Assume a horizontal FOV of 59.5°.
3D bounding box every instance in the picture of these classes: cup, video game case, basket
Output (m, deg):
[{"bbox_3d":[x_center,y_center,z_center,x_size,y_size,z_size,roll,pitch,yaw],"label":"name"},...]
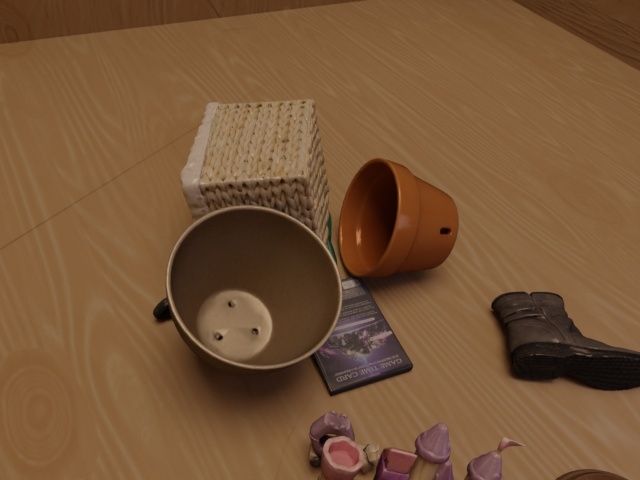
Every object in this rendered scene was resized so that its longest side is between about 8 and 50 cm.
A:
[{"bbox_3d":[-0.150,0.131,1.120,0.332,0.237,0.330,10,57,-16],"label":"cup"},{"bbox_3d":[0.058,0.203,1.263,0.196,0.026,0.274,-12,49,-21],"label":"video game case"},{"bbox_3d":[-0.129,-0.115,1.304,0.267,0.328,0.331,-4,44,7],"label":"basket"}]

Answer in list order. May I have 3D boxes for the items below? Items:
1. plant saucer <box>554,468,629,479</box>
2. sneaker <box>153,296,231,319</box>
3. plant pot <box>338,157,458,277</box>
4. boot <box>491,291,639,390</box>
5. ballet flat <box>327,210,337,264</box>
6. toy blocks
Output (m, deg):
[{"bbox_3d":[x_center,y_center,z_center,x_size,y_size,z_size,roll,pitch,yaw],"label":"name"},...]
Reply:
[{"bbox_3d":[0.529,0.536,0.989,0.278,0.041,0.277,4,44,-4],"label":"plant saucer"},{"bbox_3d":[-0.274,0.149,1.241,0.170,0.051,0.089,-24,50,-33],"label":"sneaker"},{"bbox_3d":[0.197,-0.040,1.379,0.204,0.290,0.290,10,41,-25],"label":"plant pot"},{"bbox_3d":[0.580,0.211,1.285,0.339,0.118,0.222,11,38,-5],"label":"boot"},{"bbox_3d":[0.000,0.000,1.444,0.068,0.072,0.213,-18,43,11],"label":"ballet flat"},{"bbox_3d":[0.130,0.366,0.879,0.289,0.259,0.309,14,24,-2],"label":"toy blocks"}]
